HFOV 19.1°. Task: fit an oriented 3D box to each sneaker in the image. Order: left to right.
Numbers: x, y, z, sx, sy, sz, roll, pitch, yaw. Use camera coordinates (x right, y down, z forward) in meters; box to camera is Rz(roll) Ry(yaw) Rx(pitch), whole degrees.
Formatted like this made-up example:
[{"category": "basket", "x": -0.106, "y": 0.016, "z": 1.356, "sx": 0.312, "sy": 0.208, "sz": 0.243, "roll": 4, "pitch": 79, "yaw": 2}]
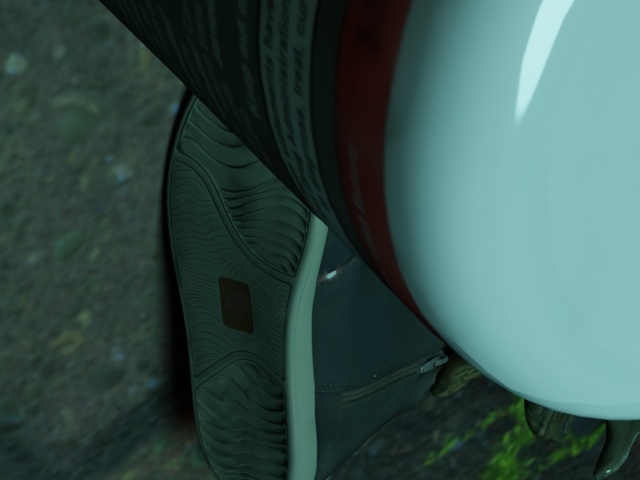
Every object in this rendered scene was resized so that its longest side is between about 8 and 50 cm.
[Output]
[{"category": "sneaker", "x": 0.000, "y": 0.000, "z": 0.846, "sx": 0.118, "sy": 0.083, "sz": 0.222, "roll": -29, "pitch": 131, "yaw": -45}]

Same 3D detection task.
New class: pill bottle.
[{"category": "pill bottle", "x": 0.019, "y": -0.133, "z": 0.529, "sx": 0.210, "sy": 0.363, "sz": 0.210, "roll": -21, "pitch": 133, "yaw": -24}]

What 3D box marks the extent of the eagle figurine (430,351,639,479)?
[{"category": "eagle figurine", "x": 0.241, "y": 0.020, "z": 0.960, "sx": 0.298, "sy": 0.226, "sz": 0.225, "roll": -3, "pitch": 103, "yaw": -31}]
